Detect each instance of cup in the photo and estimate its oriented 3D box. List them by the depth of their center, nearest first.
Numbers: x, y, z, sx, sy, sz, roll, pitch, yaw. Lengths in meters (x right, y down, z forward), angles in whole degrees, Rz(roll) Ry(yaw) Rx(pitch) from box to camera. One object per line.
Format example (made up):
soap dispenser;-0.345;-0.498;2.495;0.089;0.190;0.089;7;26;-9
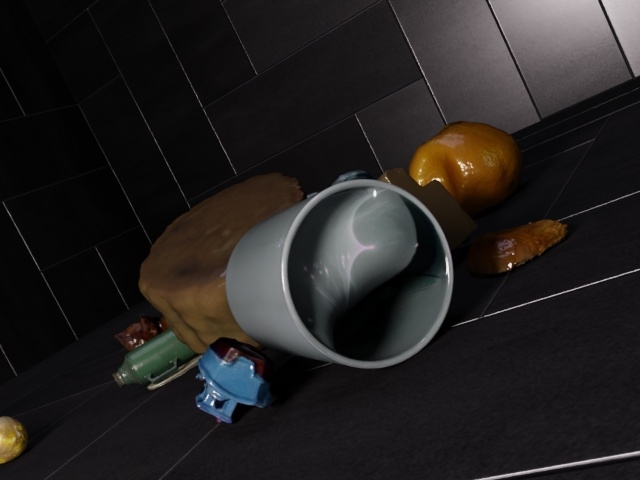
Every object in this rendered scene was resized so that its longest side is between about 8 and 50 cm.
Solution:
cup;0.003;0.048;0.932;0.205;0.205;0.312;-29;5;-21

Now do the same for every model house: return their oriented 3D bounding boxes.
model house;0.095;0.010;1.219;0.181;0.176;0.248;-34;-7;-48

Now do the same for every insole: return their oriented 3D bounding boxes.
insole;-0.234;0.224;1.368;0.192;0.010;0.063;-30;6;-26

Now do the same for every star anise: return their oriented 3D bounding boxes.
star anise;-0.314;0.192;1.530;0.196;0.111;0.212;-20;-1;9

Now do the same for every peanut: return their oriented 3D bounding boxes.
peanut;-0.610;0.371;1.353;0.206;0.087;0.087;-21;8;36

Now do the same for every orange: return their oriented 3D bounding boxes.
orange;0.288;-0.149;1.512;0.249;0.183;0.249;-27;7;4

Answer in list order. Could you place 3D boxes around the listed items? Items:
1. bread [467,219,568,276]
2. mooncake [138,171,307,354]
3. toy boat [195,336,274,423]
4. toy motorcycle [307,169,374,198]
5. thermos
bread;0.257;0.004;1.001;0.126;0.044;0.129;-27;2;-18
mooncake;-0.131;0.046;1.257;0.324;0.187;0.324;-21;33;14
toy boat;-0.110;0.177;0.918;0.097;0.100;0.223;-63;6;-7
toy motorcycle;-0.012;-0.019;1.535;0.319;0.182;0.241;-34;-5;5
thermos;-0.287;0.212;1.355;0.187;0.083;0.073;-31;-14;-13
